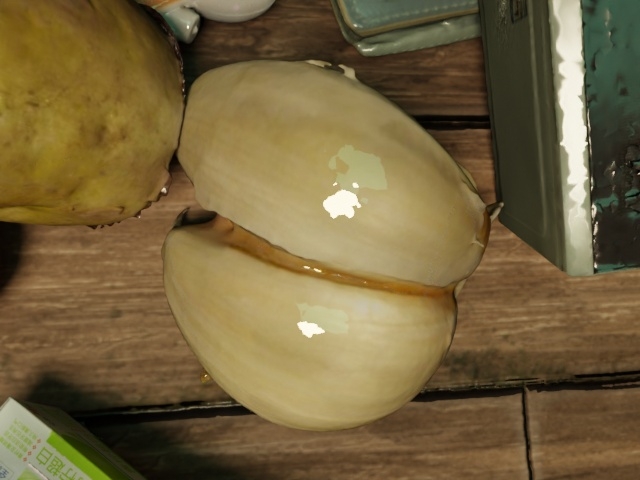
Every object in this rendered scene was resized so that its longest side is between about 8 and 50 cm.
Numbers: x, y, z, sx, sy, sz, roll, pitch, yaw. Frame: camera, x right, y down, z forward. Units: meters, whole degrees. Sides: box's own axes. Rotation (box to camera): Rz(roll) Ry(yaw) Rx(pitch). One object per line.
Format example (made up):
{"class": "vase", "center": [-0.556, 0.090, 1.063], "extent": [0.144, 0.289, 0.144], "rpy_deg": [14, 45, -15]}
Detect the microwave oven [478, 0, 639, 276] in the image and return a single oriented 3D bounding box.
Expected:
{"class": "microwave oven", "center": [0.252, -0.148, 0.473], "extent": [0.181, 0.237, 0.295], "rpy_deg": [-9, 103, 6]}

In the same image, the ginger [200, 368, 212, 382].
{"class": "ginger", "center": [-0.066, 0.129, 0.538], "extent": [0.097, 0.030, 0.048], "rpy_deg": [-14, 88, -13]}

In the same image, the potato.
{"class": "potato", "center": [-0.256, -0.120, 0.368], "extent": [0.229, 0.266, 0.229], "rpy_deg": [-1, 88, 21]}

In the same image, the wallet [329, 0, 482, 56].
{"class": "wallet", "center": [0.077, -0.383, 0.592], "extent": [0.252, 0.083, 0.360], "rpy_deg": [-18, 86, -16]}

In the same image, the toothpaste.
{"class": "toothpaste", "center": [-0.127, 0.243, 0.432], "extent": [0.336, 0.081, 0.067], "rpy_deg": [29, 74, 17]}

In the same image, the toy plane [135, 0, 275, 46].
{"class": "toy plane", "center": [-0.150, -0.293, 0.526], "extent": [0.245, 0.117, 0.244], "rpy_deg": [1, 82, -9]}

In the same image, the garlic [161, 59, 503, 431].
{"class": "garlic", "center": [0.000, 0.000, 0.489], "extent": [0.313, 0.249, 0.286], "rpy_deg": [25, 120, -13]}
